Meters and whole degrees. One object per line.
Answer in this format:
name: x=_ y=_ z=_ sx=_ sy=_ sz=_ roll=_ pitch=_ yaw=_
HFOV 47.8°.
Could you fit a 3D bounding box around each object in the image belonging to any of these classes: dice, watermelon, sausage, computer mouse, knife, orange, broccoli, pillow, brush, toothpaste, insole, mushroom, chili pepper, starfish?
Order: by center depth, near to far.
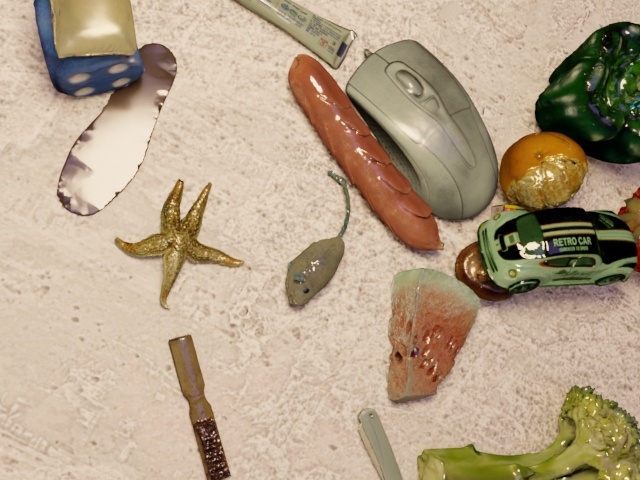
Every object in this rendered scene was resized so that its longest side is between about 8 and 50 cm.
pillow: x=-0.338 y=-0.366 z=1.049 sx=0.119 sy=0.053 sz=0.208 roll=-10 pitch=87 yaw=-13
dice: x=-0.364 y=-0.317 z=1.139 sx=0.146 sy=0.146 sz=0.143 roll=-15 pitch=84 yaw=-13
brush: x=-0.198 y=0.278 z=1.192 sx=0.043 sy=0.036 sz=0.248 roll=-15 pitch=89 yaw=-20
starfish: x=-0.230 y=0.005 z=1.208 sx=0.216 sy=0.050 sz=0.224 roll=14 pitch=86 yaw=-21
insole: x=-0.333 y=-0.188 z=1.211 sx=0.111 sy=0.007 sz=0.328 roll=27 pitch=79 yaw=-13
knife: x=0.105 y=0.373 z=1.272 sx=0.044 sy=0.023 sz=0.162 roll=-22 pitch=91 yaw=-18
broccoli: x=0.403 y=0.402 z=1.282 sx=0.397 sy=0.275 sz=0.353 roll=33 pitch=58 yaw=10
sausage: x=0.078 y=-0.145 z=1.284 sx=0.088 sy=0.088 sz=0.433 roll=-38 pitch=95 yaw=-15
toothpaste: x=-0.064 y=-0.405 z=1.285 sx=0.268 sy=0.047 sz=0.069 roll=27 pitch=60 yaw=-14
watermelon: x=0.185 y=0.180 z=1.290 sx=0.154 sy=0.094 sz=0.241 roll=22 pitch=81 yaw=-23
computer mouse: x=0.198 y=-0.208 z=1.307 sx=0.188 sy=0.122 sz=0.371 roll=-38 pitch=92 yaw=-16
orange: x=0.407 y=-0.123 z=1.319 sx=0.156 sy=0.134 sz=0.157 roll=-10 pitch=66 yaw=24
mushroom: x=0.309 y=0.056 z=1.328 sx=0.126 sy=0.085 sz=0.109 roll=36 pitch=46 yaw=5
chili pepper: x=0.541 y=-0.266 z=1.335 sx=0.248 sy=0.256 sz=0.233 roll=26 pitch=84 yaw=-10

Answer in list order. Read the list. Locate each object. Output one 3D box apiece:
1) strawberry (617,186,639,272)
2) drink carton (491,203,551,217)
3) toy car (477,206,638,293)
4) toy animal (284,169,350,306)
strawberry: x=0.691 y=0.009 z=1.395 sx=0.244 sy=0.205 sz=0.205 roll=36 pitch=76 yaw=-34
drink carton: x=0.409 y=-0.027 z=1.378 sx=0.165 sy=0.056 sz=0.071 roll=5 pitch=90 yaw=-15
toy car: x=0.432 y=0.005 z=1.269 sx=0.305 sy=0.125 sz=0.136 roll=-3 pitch=65 yaw=-14
toy animal: x=0.010 y=0.000 z=1.260 sx=0.079 sy=0.070 sz=0.253 roll=31 pitch=74 yaw=-27
